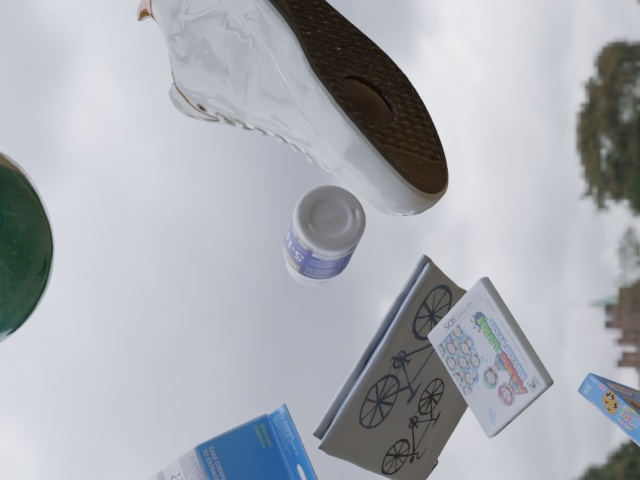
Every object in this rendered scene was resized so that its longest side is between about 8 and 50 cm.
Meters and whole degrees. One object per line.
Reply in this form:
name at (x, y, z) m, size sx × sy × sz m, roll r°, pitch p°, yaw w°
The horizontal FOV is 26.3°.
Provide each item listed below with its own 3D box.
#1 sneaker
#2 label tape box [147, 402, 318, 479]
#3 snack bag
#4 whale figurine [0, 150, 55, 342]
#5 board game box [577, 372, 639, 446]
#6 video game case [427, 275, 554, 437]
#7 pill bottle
sneaker at (-0.026, -0.102, 0.960) m, size 0.106 × 0.290 × 0.123 m, roll -5°, pitch -41°, yaw -50°
label tape box at (-0.109, 0.398, 1.920) m, size 0.249 × 0.115 × 0.347 m, roll 66°, pitch 150°, yaw 12°
snack bag at (0.152, 0.215, 2.105) m, size 0.323 × 0.037 × 0.342 m, roll -60°, pitch -36°, yaw -4°
whale figurine at (-0.336, 0.025, 1.057) m, size 0.141 × 0.272 × 0.216 m, roll 57°, pitch 144°, yaw 36°
board game box at (0.474, 0.267, 1.890) m, size 0.160 × 0.211 × 0.039 m, roll 21°, pitch -74°, yaw -37°
video game case at (0.207, 0.146, 1.698) m, size 0.019 × 0.143 × 0.157 m, roll -15°, pitch -115°, yaw -36°
pill bottle at (0.000, 0.000, 2.140) m, size 0.187 × 0.112 × 0.112 m, roll 113°, pitch 168°, yaw -64°
